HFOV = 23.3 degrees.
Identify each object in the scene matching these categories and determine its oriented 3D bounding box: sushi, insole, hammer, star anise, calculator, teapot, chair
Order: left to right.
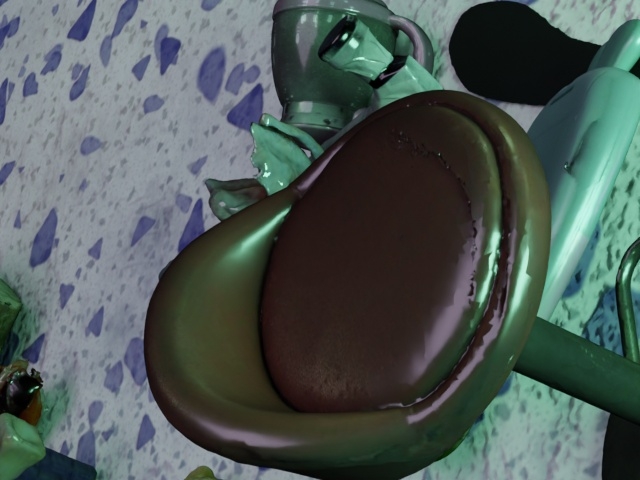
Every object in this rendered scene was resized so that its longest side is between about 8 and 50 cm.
[{"bbox_3d":[-0.368,0.217,1.696,0.097,0.103,0.226,42,104,26],"label":"sushi"},{"bbox_3d":[-0.038,-0.049,1.396,0.427,0.152,0.044,-34,23,46],"label":"hammer"},{"bbox_3d":[0.000,0.000,1.290,0.236,0.093,0.229,44,128,20],"label":"star anise"},{"bbox_3d":[0.023,-0.148,1.406,0.116,0.148,0.146,115,164,-81],"label":"teapot"},{"bbox_3d":[0.121,0.065,0.877,0.226,0.401,0.226,-31,48,42],"label":"chair"},{"bbox_3d":[0.178,-0.144,1.267,0.253,0.005,0.086,34,99,55],"label":"insole"},{"bbox_3d":[0.164,-0.028,1.116,0.298,0.041,0.185,-66,7,-12],"label":"calculator"}]

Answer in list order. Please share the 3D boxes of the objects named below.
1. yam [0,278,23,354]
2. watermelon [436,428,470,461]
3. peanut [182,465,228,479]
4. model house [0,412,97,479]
[{"bbox_3d":[-0.477,0.146,1.796,0.195,0.195,0.300,32,96,55],"label":"yam"},{"bbox_3d":[0.068,0.120,1.169,0.109,0.109,0.109,-30,49,40],"label":"watermelon"},{"bbox_3d":[-0.083,0.258,1.313,0.082,0.082,0.187,-52,37,18],"label":"peanut"},{"bbox_3d":[-0.332,0.321,1.478,0.280,0.245,0.312,-51,38,8],"label":"model house"}]
